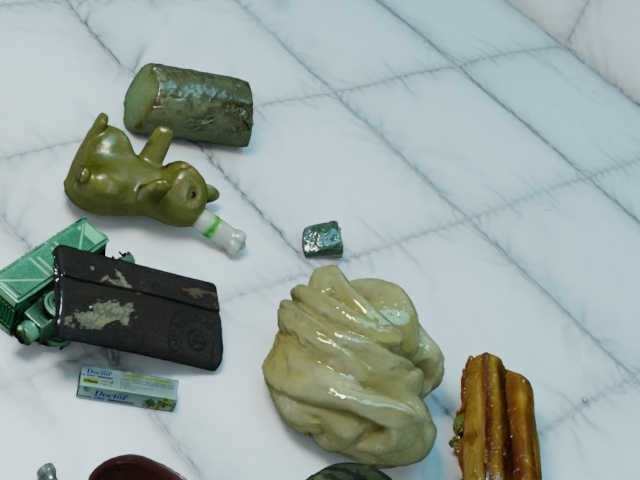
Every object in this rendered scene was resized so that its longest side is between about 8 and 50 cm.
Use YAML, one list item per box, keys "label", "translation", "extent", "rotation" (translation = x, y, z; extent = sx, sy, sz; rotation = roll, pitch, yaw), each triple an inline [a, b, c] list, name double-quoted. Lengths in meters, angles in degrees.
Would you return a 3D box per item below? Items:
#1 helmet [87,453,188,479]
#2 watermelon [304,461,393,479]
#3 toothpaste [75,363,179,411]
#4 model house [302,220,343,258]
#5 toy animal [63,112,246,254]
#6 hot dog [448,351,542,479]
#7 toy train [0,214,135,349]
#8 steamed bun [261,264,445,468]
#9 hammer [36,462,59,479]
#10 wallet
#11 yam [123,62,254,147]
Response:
- label: "helmet"
  translation: [-0.259, 0.399, 1.566]
  extent: [0.175, 0.106, 0.155]
  rotation: [8, 34, -21]
- label: "watermelon"
  translation: [0.043, 0.436, 1.606]
  extent: [0.212, 0.212, 0.212]
  rotation: [15, 39, -12]
- label: "toothpaste"
  translation: [-0.313, 0.241, 1.784]
  extent: [0.164, 0.034, 0.046]
  rotation: [12, 40, -16]
- label: "model house"
  translation: [0.000, 0.000, 2.229]
  extent: [0.083, 0.066, 0.079]
  rotation: [-7, 56, -10]
- label: "toy animal"
  translation: [-0.301, -0.107, 2.083]
  extent: [0.363, 0.180, 0.181]
  rotation: [11, 46, -15]
- label: "hot dog"
  translation: [0.303, 0.353, 1.915]
  extent: [0.158, 0.117, 0.349]
  rotation: [33, 36, -22]
- label: "toy train"
  translation: [-0.437, 0.083, 1.851]
  extent: [0.154, 0.115, 0.269]
  rotation: [34, 44, 15]
- label: "steamed bun"
  translation: [0.070, 0.201, 1.887]
  extent: [0.325, 0.230, 0.372]
  rotation: [22, 35, -8]
- label: "hammer"
  translation: [-0.445, 0.350, 1.484]
  extent: [0.111, 0.033, 0.287]
  rotation: [49, 16, 30]
- label: "wallet"
  translation: [-0.300, 0.113, 1.828]
  extent: [0.321, 0.044, 0.170]
  rotation: [19, 54, -39]
- label: "yam"
  translation: [-0.274, -0.290, 2.341]
  extent: [0.268, 0.161, 0.161]
  rotation: [8, 40, -23]
